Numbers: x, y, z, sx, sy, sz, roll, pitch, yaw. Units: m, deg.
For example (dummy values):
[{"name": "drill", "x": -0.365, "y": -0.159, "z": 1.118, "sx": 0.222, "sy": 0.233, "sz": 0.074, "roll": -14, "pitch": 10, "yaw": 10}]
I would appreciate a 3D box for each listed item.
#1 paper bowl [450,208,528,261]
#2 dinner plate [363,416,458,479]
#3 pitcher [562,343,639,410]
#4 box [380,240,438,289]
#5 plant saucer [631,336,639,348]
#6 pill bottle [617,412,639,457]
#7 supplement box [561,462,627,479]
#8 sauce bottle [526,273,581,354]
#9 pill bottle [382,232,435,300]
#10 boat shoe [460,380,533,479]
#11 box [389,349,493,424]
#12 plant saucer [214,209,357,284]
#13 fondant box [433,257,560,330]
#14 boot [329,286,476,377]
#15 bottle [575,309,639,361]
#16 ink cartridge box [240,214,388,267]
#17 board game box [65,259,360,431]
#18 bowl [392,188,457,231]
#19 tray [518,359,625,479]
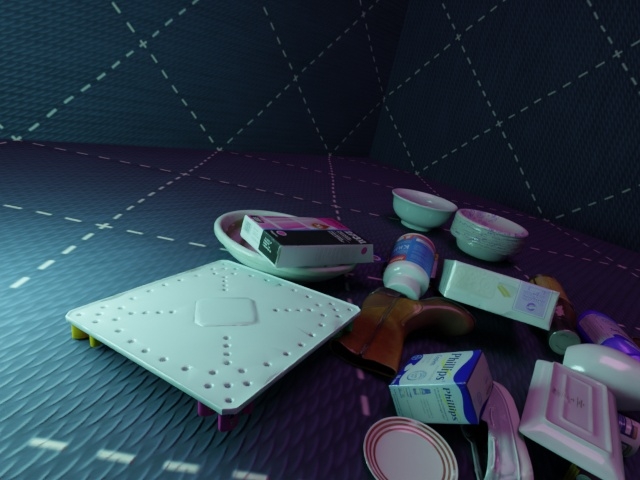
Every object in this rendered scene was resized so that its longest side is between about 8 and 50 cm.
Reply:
[{"name": "paper bowl", "x": 0.670, "y": -0.014, "z": 1.646, "sx": 0.284, "sy": 0.148, "sz": 0.284, "roll": 12, "pitch": 20, "yaw": -4}, {"name": "dinner plate", "x": 0.133, "y": 0.327, "z": 0.610, "sx": 0.141, "sy": 0.017, "sz": 0.141, "roll": 8, "pitch": 24, "yaw": -4}, {"name": "pitcher", "x": 0.601, "y": 0.309, "z": 0.816, "sx": 0.207, "sy": 0.177, "sz": 0.125, "roll": 11, "pitch": -28, "yaw": 36}, {"name": "box", "x": 0.299, "y": 0.074, "z": 1.338, "sx": 0.159, "sy": 0.044, "sz": 0.233, "roll": 18, "pitch": 21, "yaw": 14}, {"name": "plant saucer", "x": 0.869, "y": 0.322, "z": 1.015, "sx": 0.199, "sy": 0.036, "sz": 0.198, "roll": 23, "pitch": 21, "yaw": -9}, {"name": "pill bottle", "x": 0.510, "y": 0.337, "z": 0.751, "sx": 0.120, "sy": 0.067, "sz": 0.067, "roll": 23, "pitch": 23, "yaw": 24}, {"name": "supplement box", "x": 0.427, "y": 0.375, "z": 0.621, "sx": 0.043, "sy": 0.055, "sz": 0.083, "roll": -4, "pitch": 26, "yaw": -35}, {"name": "sauce bottle", "x": 0.642, "y": 0.200, "z": 1.133, "sx": 0.111, "sy": 0.111, "sz": 0.344, "roll": 19, "pitch": 23, "yaw": 15}, {"name": "pill bottle", "x": 0.242, "y": 0.086, "z": 1.119, "sx": 0.124, "sy": 0.124, "sz": 0.221, "roll": 18, "pitch": 38, "yaw": 12}, {"name": "boat shoe", "x": 0.274, "y": 0.307, "z": 0.668, "sx": 0.081, "sy": 0.079, "sz": 0.227, "roll": 19, "pitch": 24, "yaw": 2}, {"name": "box", "x": 0.210, "y": 0.250, "z": 0.702, "sx": 0.137, "sy": 0.072, "sz": 0.126, "roll": -16, "pitch": 2, "yaw": 34}, {"name": "plant saucer", "x": -0.097, "y": 0.029, "z": 1.124, "sx": 0.400, "sy": 0.100, "sz": 0.400, "roll": 15, "pitch": 19, "yaw": -5}, {"name": "fondant box", "x": 0.439, "y": 0.127, "z": 1.076, "sx": 0.238, "sy": 0.096, "sz": 0.330, "roll": 18, "pitch": 3, "yaw": 11}, {"name": "boot", "x": 0.191, "y": 0.198, "z": 0.883, "sx": 0.264, "sy": 0.096, "sz": 0.280, "roll": 20, "pitch": 23, "yaw": 18}, {"name": "bottle", "x": 0.721, "y": 0.277, "z": 0.985, "sx": 0.118, "sy": 0.092, "sz": 0.283, "roll": 33, "pitch": 21, "yaw": 0}, {"name": "ink cartridge box", "x": 0.000, "y": 0.000, "z": 1.045, "sx": 0.371, "sy": 0.069, "sz": 0.176, "roll": 2, "pitch": 23, "yaw": -40}, {"name": "board game box", "x": -0.180, "y": 0.154, "z": 0.772, "sx": 0.390, "sy": 0.050, "sz": 0.390, "roll": 16, "pitch": 19, "yaw": 28}, {"name": "bowl", "x": 0.449, "y": -0.126, "z": 1.824, "sx": 0.298, "sy": 0.134, "sz": 0.298, "roll": 11, "pitch": 20, "yaw": -4}, {"name": "tray", "x": 0.436, "y": 0.285, "z": 0.697, "sx": 0.145, "sy": 0.030, "sz": 0.270, "roll": 23, "pitch": 22, "yaw": 28}]
